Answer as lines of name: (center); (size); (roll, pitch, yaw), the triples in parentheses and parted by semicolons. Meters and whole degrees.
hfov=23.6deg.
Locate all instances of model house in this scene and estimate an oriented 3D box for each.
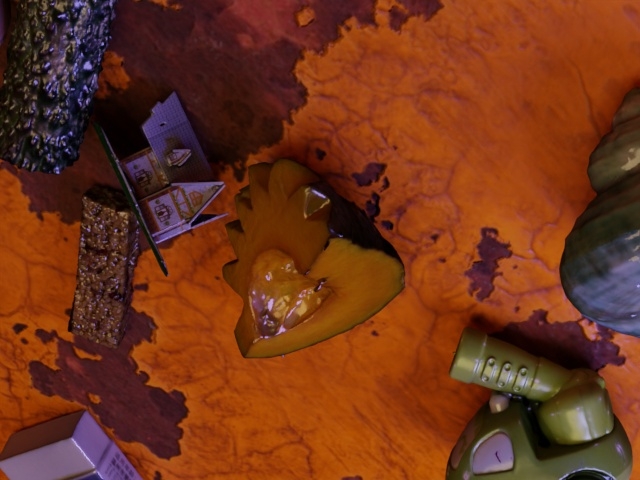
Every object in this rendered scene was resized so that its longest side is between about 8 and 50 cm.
model house: (-0.148, -0.059, 1.488); (0.088, 0.117, 0.167); (-26, 95, -7)

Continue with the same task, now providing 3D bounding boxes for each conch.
conch: (0.315, -0.001, 1.349); (0.220, 0.195, 0.277); (-22, 94, 7)

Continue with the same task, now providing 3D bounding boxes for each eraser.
eraser: (-0.270, 0.305, 1.802); (0.124, 0.068, 0.210); (-20, 117, 29)

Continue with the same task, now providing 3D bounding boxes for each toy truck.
toy truck: (0.220, 0.192, 1.537); (0.187, 0.148, 0.210); (4, 105, 11)

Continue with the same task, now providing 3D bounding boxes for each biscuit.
biscuit: (-0.227, 0.032, 1.610); (0.064, 0.034, 0.199); (17, 129, 5)

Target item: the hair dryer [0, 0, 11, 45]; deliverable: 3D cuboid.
hair dryer: (-0.461, -0.284, 1.410); (0.352, 0.125, 0.210); (11, 137, 25)

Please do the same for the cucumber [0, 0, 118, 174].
cucumber: (-0.224, -0.224, 1.388); (0.096, 0.096, 0.359); (23, 127, -1)

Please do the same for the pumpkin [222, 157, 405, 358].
pumpkin: (0.000, 0.000, 1.495); (0.149, 0.130, 0.254); (-9, 151, -27)
